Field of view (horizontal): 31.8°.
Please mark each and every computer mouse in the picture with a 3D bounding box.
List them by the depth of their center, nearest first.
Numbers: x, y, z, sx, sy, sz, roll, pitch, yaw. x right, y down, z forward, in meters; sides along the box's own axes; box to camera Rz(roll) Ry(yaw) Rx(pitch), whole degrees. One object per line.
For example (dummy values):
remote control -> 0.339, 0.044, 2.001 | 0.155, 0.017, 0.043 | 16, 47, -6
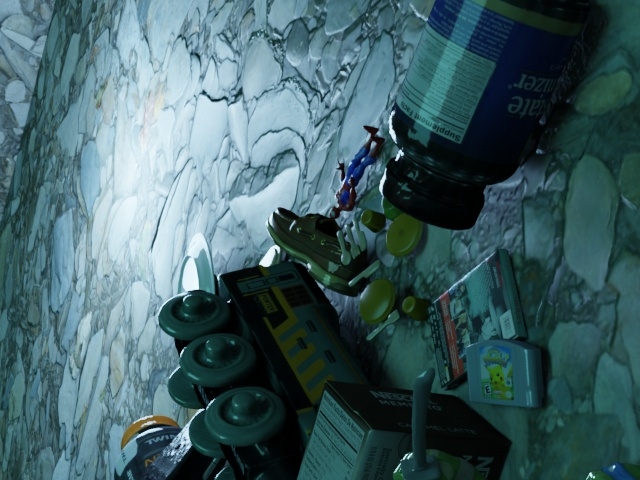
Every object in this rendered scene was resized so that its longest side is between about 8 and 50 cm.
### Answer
computer mouse -> -0.109, 0.232, 1.312 | 0.262, 0.060, 0.184 | -51, 17, -21

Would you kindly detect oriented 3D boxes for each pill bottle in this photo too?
pill bottle -> 0.131, -0.125, 0.962 | 0.219, 0.123, 0.123 | -69, 29, 23
pill bottle -> -0.192, 0.328, 1.452 | 0.245, 0.130, 0.130 | 51, 127, 56

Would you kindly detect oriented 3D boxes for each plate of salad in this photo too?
plate of salad -> -0.162, 0.089, 1.564 | 0.200, 0.048, 0.200 | -179, 90, -71

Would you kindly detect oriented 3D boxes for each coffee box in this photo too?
coffee box -> 0.050, 0.259, 0.983 | 0.098, 0.141, 0.246 | 39, 115, 61

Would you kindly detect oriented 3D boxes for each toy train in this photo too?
toy train -> -0.047, 0.145, 1.154 | 0.334, 0.190, 0.142 | -127, 28, -52

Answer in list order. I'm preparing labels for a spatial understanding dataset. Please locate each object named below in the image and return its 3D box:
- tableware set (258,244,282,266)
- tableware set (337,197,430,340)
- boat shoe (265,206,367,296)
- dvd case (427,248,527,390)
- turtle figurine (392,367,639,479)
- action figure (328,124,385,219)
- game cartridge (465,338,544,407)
tableware set -> -0.083, 0.089, 1.394 | 0.141, 0.020, 0.168 | -48, 26, 33
tableware set -> 0.072, 0.021, 1.134 | 0.104, 0.024, 0.154 | -41, 44, 27
boat shoe -> 0.000, 0.000, 1.257 | 0.178, 0.064, 0.060 | 40, 108, 51
dvd case -> 0.138, 0.073, 1.008 | 0.119, 0.013, 0.087 | -48, 41, 49
turtle figurine -> 0.089, 0.234, 0.712 | 0.198, 0.275, 0.266 | 38, 100, 21
action figure -> 0.035, -0.071, 1.244 | 0.038, 0.030, 0.115 | 58, 135, 46
game cartridge -> 0.153, 0.110, 0.945 | 0.083, 0.017, 0.056 | -7, 83, 56
